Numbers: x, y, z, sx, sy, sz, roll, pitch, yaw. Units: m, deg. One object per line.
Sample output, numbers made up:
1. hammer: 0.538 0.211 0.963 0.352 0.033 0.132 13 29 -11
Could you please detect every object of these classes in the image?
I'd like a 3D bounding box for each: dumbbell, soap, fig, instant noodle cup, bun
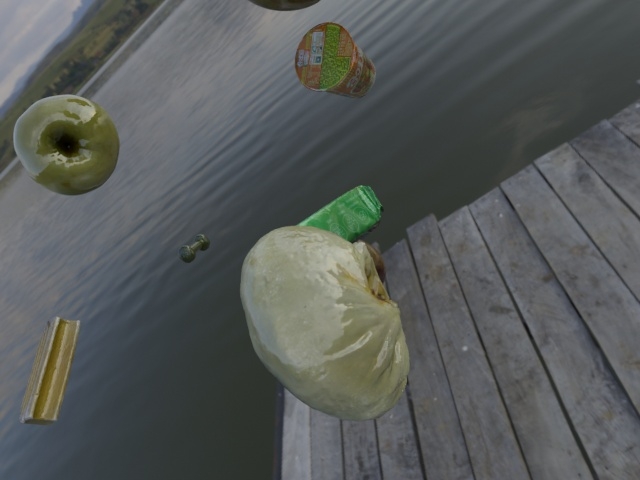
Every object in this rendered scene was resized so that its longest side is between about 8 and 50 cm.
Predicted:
1. dumbbell: -0.363 0.022 1.339 0.046 0.052 0.118 -38 7 22
2. soap: -0.638 0.312 1.094 0.140 0.073 0.232 -37 45 44
3. soap: 0.002 0.002 0.881 0.218 0.098 0.273 -37 0 42
4. fig: 0.067 0.039 1.293 0.274 0.170 0.145 57 144 28
5. instant noodle cup: 0.054 -0.439 1.180 0.169 0.185 0.168 2 94 30
6. bun: 0.021 0.070 0.484 0.127 0.222 0.222 -44 29 22

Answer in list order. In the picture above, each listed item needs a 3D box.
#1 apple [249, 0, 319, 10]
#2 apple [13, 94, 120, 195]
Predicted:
1. apple: -0.079 -0.657 1.055 0.257 0.234 0.256 2 93 48
2. apple: -0.668 -0.251 1.231 0.262 0.262 0.262 -31 34 24
